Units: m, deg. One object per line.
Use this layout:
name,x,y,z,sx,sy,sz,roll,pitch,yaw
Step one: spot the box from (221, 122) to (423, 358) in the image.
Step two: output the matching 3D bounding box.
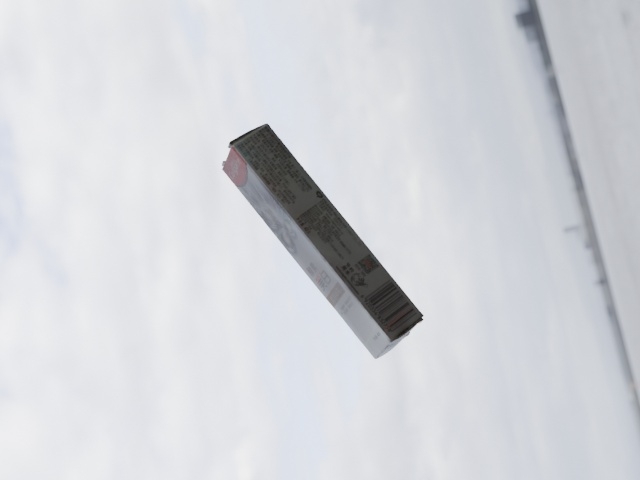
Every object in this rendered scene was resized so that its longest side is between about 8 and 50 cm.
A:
box,0.000,0.000,1.462,0.218,0.039,0.055,51,157,10
